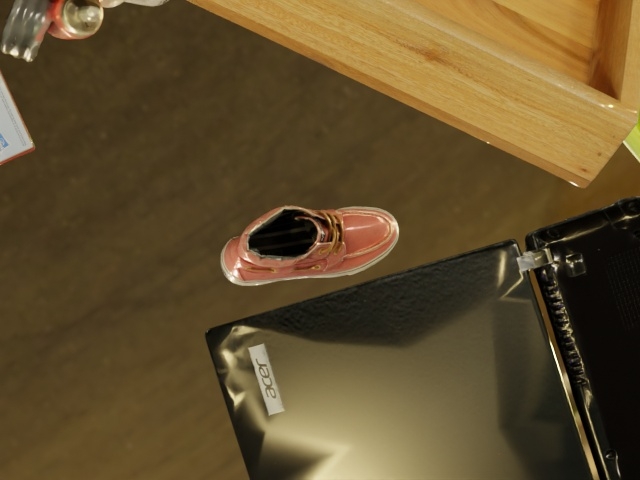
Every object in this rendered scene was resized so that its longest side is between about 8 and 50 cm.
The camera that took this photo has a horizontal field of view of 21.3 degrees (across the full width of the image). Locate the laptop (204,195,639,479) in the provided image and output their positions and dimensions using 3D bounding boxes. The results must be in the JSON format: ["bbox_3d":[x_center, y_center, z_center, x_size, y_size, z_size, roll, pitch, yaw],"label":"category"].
[{"bbox_3d":[0.121,0.106,0.776,0.264,0.234,0.136,-18,-179,-29],"label":"laptop"}]

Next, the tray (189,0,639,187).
[{"bbox_3d":[0.015,-0.202,1.100,0.203,0.411,0.076,-73,-170,-45],"label":"tray"}]

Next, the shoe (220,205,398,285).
[{"bbox_3d":[0.000,0.000,1.564,0.178,0.063,0.081,-11,170,-20],"label":"shoe"}]

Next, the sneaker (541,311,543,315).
[{"bbox_3d":[0.130,0.078,1.268,0.084,0.152,0.058,-24,139,7],"label":"sneaker"}]

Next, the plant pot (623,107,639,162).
[{"bbox_3d":[0.363,-0.135,1.221,0.207,0.227,0.228,-42,-178,-42],"label":"plant pot"}]

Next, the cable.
[{"bbox_3d":[-0.183,-0.165,1.219,0.139,0.072,0.287,-60,-168,-14],"label":"cable"}]

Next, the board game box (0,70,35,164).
[{"bbox_3d":[-0.292,-0.160,1.058,0.027,0.281,0.145,-17,-170,40],"label":"board game box"}]

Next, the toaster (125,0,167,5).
[{"bbox_3d":[-0.170,-0.288,1.403,0.129,0.227,0.146,98,10,-60],"label":"toaster"}]
